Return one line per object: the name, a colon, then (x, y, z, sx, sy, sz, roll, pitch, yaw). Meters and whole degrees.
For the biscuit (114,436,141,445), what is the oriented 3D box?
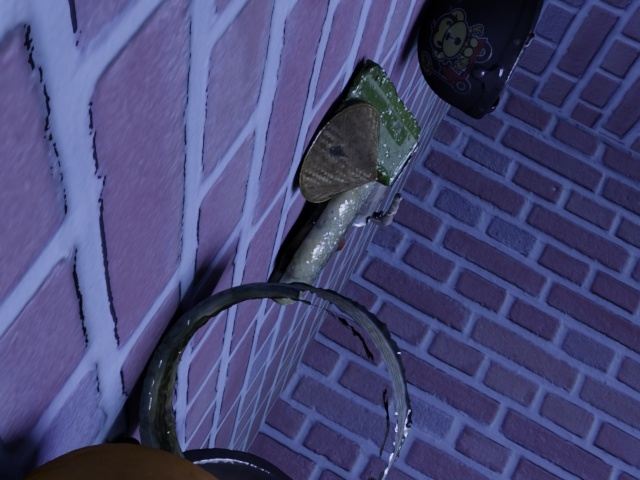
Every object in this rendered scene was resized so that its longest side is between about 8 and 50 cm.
biscuit: (-0.243, 0.303, 0.988, 0.203, 0.041, 0.260, -62, 176, 12)

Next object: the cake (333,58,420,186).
cake: (0.049, -0.168, 1.320, 0.100, 0.099, 0.235, -59, 154, -5)

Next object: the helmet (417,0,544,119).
helmet: (0.240, -0.330, 1.563, 0.278, 0.161, 0.230, -78, -169, -55)

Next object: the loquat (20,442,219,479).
loquat: (-0.156, 0.271, 0.692, 0.263, 0.263, 0.263, -60, 174, -10)

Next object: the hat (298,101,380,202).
hat: (0.047, -0.093, 1.222, 0.146, 0.067, 0.146, -37, 148, -28)

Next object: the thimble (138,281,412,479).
thimble: (-0.042, 0.170, 1.007, 0.270, 0.271, 0.150, -61, 172, -1)

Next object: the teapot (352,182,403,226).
teapot: (0.097, -0.104, 1.664, 0.077, 0.107, 0.200, -60, 175, -43)

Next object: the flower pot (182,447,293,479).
flower pot: (-0.180, 0.493, 1.322, 0.251, 0.379, 0.379, -38, -169, 39)

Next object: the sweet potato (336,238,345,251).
sweet potato: (0.016, -0.023, 1.663, 0.050, 0.050, 0.214, -60, 169, -14)

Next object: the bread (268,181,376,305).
bread: (0.000, 0.000, 1.484, 0.286, 0.056, 0.207, -59, 175, 30)
